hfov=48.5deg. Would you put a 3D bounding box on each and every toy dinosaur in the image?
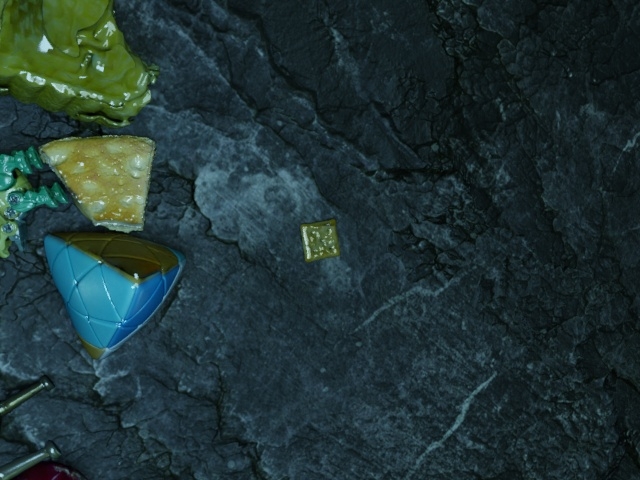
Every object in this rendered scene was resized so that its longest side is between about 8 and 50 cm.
[{"bbox_3d":[-0.527,-0.107,1.169,0.153,0.094,0.259,-21,103,1],"label":"toy dinosaur"}]

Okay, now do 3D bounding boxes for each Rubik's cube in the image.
[{"bbox_3d":[-0.390,0.089,1.227,0.254,0.254,0.255,-1,92,-26],"label":"Rubik's cube"}]

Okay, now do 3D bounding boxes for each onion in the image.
[{"bbox_3d":[-0.461,0.473,1.154,0.139,0.218,0.195,31,89,-25],"label":"onion"}]

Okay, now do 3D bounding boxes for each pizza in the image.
[{"bbox_3d":[-0.395,-0.100,1.254,0.204,0.080,0.188,5,66,-20],"label":"pizza"}]

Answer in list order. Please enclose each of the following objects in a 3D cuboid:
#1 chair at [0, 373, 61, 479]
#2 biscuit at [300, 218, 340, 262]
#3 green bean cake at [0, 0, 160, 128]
[{"bbox_3d":[-0.652,0.255,0.990,0.410,0.364,0.362,-40,108,-15],"label":"chair"},{"bbox_3d":[0.000,0.000,1.476,0.083,0.018,0.081,-10,97,-25],"label":"biscuit"},{"bbox_3d":[-0.396,-0.362,1.171,0.284,0.202,0.310,13,86,-28],"label":"green bean cake"}]
